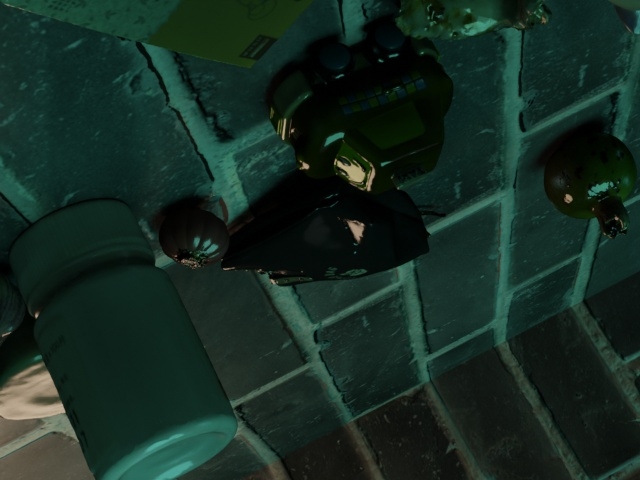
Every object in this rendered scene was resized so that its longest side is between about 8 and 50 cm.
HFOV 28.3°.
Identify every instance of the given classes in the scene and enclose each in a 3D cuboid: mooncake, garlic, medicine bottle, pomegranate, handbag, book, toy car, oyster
[{"bbox_3d":[-0.422,0.178,2.013,0.275,0.135,0.275,-22,157,-10],"label":"mooncake"},{"bbox_3d":[-0.496,0.117,1.809,0.159,0.102,0.147,-28,161,1],"label":"garlic"},{"bbox_3d":[-0.279,0.145,1.766,0.211,0.371,0.211,-24,158,-10],"label":"medicine bottle"},{"bbox_3d":[0.528,-0.102,2.462,0.179,0.211,0.179,-12,178,0],"label":"pomegranate"},{"bbox_3d":[0.000,0.000,2.129,0.288,0.152,0.342,-22,162,19],"label":"handbag"},{"bbox_3d":[-0.120,-0.309,1.340,0.269,0.032,0.389,-45,153,27],"label":"book"},{"bbox_3d":[0.074,-0.158,1.739,0.247,0.198,0.204,-22,160,-15],"label":"toy car"},{"bbox_3d":[0.184,-0.337,1.628,0.204,0.111,0.396,-13,163,11],"label":"oyster"}]

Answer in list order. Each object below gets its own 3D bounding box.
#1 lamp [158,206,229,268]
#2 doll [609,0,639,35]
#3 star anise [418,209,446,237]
[{"bbox_3d":[-0.191,-0.004,1.922,0.107,0.092,0.107,3,147,2],"label":"lamp"},{"bbox_3d":[0.396,-0.415,1.532,0.215,0.226,0.370,-58,171,-5],"label":"doll"},{"bbox_3d":[0.170,-0.022,2.396,0.190,0.070,0.097,-9,180,-45],"label":"star anise"}]
